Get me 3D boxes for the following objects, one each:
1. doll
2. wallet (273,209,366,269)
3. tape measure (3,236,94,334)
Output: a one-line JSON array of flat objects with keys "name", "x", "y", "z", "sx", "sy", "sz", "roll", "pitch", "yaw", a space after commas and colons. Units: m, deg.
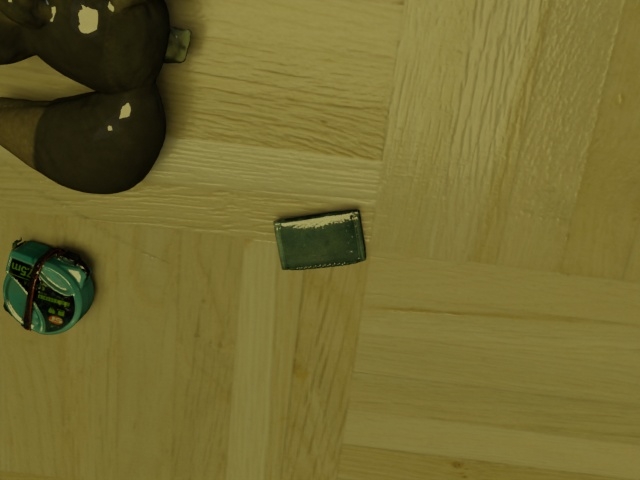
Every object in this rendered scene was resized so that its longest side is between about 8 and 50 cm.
[{"name": "doll", "x": -0.373, "y": -0.240, "z": 0.870, "sx": 0.383, "sy": 0.252, "sz": 0.378, "roll": 16, "pitch": 111, "yaw": 4}, {"name": "wallet", "x": 0.000, "y": 0.000, "z": 1.053, "sx": 0.129, "sy": 0.026, "sz": 0.088, "roll": -7, "pitch": 115, "yaw": 5}, {"name": "tape measure", "x": -0.413, "y": 0.076, "z": 1.079, "sx": 0.125, "sy": 0.081, "sz": 0.146, "roll": 20, "pitch": 112, "yaw": -1}]
